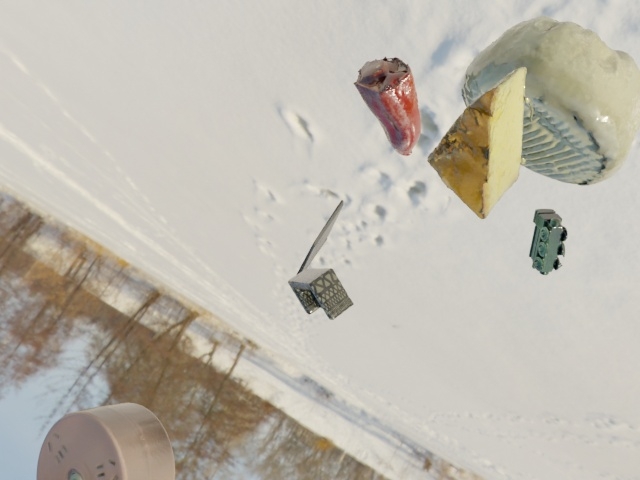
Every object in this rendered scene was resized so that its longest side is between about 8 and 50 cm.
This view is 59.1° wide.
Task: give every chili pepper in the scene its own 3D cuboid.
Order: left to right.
[{"bbox_3d":[0.186,-0.302,1.339,0.144,0.136,0.253,-6,133,31],"label":"chili pepper"}]

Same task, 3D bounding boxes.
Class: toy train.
[{"bbox_3d":[0.609,0.006,1.521,0.071,0.171,0.111,-2,-150,-3],"label":"toy train"}]

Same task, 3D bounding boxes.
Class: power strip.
[{"bbox_3d":[-0.244,0.261,0.634,0.154,0.154,0.078,24,-173,30],"label":"power strip"}]

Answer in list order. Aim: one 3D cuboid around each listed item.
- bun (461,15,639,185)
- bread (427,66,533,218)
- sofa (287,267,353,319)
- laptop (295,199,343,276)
[{"bbox_3d":[0.471,-0.281,1.117,0.359,0.211,0.360,36,172,6],"label":"bun"},{"bbox_3d":[0.163,-0.091,0.500,0.080,0.084,0.109,45,150,6],"label":"bread"},{"bbox_3d":[-0.002,0.070,0.751,0.060,0.039,0.118,57,165,-7],"label":"sofa"},{"bbox_3d":[0.000,0.000,1.290,0.016,0.197,0.135,29,130,3],"label":"laptop"}]
